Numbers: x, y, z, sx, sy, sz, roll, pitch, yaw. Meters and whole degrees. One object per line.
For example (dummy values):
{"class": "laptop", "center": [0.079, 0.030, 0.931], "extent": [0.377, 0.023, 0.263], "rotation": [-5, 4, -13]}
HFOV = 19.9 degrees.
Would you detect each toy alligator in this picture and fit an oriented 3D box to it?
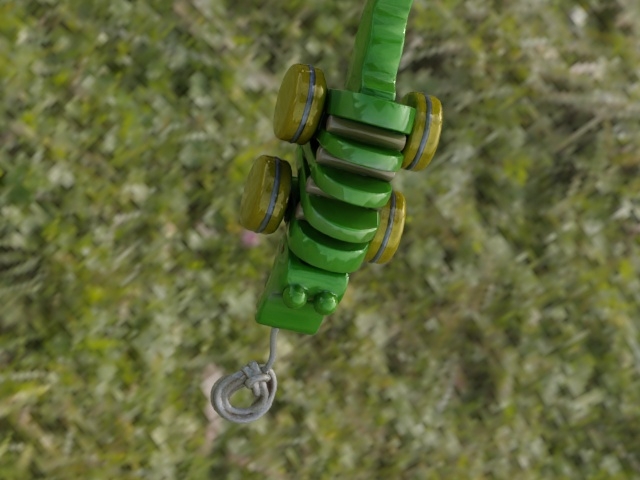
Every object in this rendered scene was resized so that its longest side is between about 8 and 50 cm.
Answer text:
{"class": "toy alligator", "center": [0.000, 0.000, 0.663], "extent": [0.056, 0.189, 0.051], "rotation": [14, 24, -15]}
